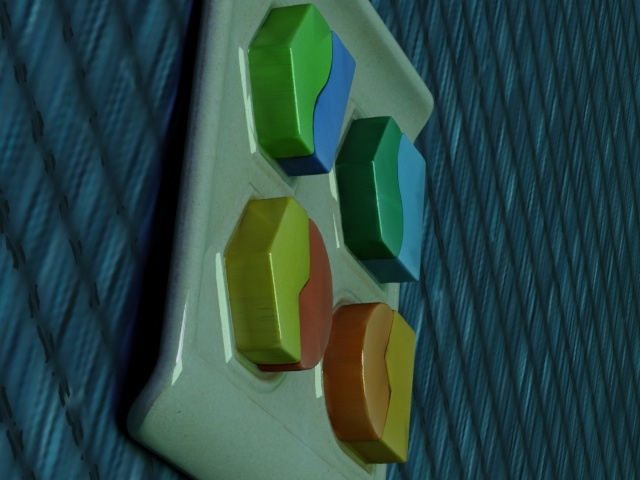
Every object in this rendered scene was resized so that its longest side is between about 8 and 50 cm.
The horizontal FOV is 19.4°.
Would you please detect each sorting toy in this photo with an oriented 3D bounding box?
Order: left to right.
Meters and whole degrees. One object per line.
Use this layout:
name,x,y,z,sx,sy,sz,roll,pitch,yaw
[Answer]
sorting toy,0.000,0.000,0.696,0.193,0.038,0.208,48,47,-58
